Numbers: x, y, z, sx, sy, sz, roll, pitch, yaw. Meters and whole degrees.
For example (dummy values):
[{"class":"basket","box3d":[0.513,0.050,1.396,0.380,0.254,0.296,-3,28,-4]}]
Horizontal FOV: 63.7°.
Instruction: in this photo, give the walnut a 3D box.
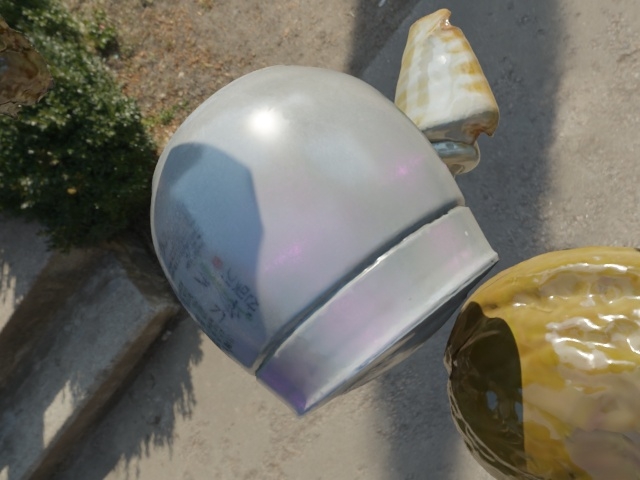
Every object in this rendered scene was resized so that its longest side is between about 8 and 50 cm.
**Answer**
[{"class":"walnut","box3d":[0.294,0.143,0.547,0.332,0.333,0.333,-3,83,26]}]

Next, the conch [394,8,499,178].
[{"class":"conch","box3d":[0.154,-0.196,0.743,0.158,0.127,0.255,-24,81,61]}]

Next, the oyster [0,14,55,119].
[{"class":"oyster","box3d":[-0.399,-0.167,0.500,0.201,0.354,0.107,-19,81,-8]}]

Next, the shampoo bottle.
[{"class":"shampoo bottle","box3d":[0.000,0.000,0.489,0.273,0.273,0.266,-44,77,16]}]
